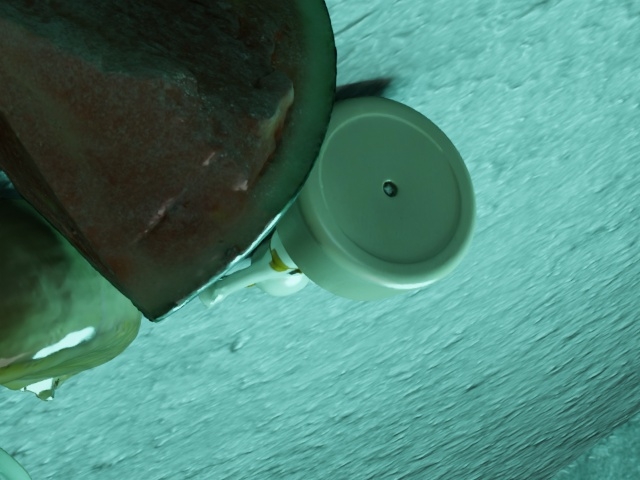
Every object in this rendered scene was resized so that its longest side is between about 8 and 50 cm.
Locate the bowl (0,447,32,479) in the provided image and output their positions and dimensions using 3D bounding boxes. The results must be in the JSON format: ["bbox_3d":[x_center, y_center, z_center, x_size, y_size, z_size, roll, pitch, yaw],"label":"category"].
[{"bbox_3d":[-0.355,0.256,1.412,0.337,0.337,0.157,103,11,-59],"label":"bowl"}]

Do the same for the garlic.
[{"bbox_3d":[-0.240,0.058,1.260,0.196,0.151,0.338,-39,169,11],"label":"garlic"}]

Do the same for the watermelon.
[{"bbox_3d":[-0.155,-0.067,1.053,0.293,0.283,0.250,10,125,-19],"label":"watermelon"}]

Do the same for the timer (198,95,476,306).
[{"bbox_3d":[0.000,0.000,1.441,0.175,0.175,0.266,-15,168,-32],"label":"timer"}]
